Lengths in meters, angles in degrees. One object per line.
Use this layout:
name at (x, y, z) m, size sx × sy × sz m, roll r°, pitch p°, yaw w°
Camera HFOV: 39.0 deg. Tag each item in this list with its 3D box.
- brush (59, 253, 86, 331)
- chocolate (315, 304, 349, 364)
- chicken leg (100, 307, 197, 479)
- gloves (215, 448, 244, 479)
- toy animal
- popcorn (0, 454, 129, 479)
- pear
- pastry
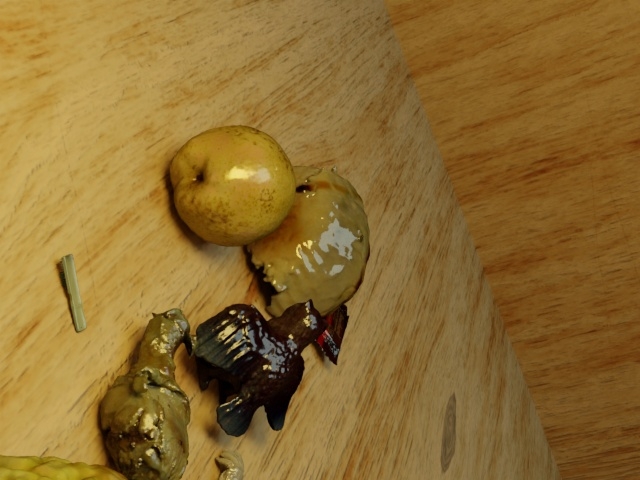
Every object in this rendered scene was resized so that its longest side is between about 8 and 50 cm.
brush at (-0.265, 0.056, 0.964) m, size 0.016 × 0.013 × 0.083 m, roll -22°, pitch 102°, yaw -64°
chocolate at (0.015, 0.141, 1.578) m, size 0.086 × 0.028 × 0.182 m, roll 55°, pitch 26°, yaw -23°
chicken leg at (-0.183, 0.163, 0.985) m, size 0.103 × 0.088 × 0.227 m, roll 33°, pitch 46°, yaw -40°
gloves at (-0.114, 0.297, 1.134) m, size 0.044 × 0.037 × 0.081 m, roll 103°, pitch -12°, yaw -46°
toy animal at (-0.063, 0.161, 1.164) m, size 0.218 × 0.179 × 0.116 m, roll 55°, pitch 2°, yaw -38°
popcorn at (-0.206, 0.262, 0.679) m, size 0.235 × 0.217 × 0.181 m, roll 44°, pitch 38°, yaw -32°
pear at (-0.124, -0.075, 1.232) m, size 0.178 × 0.178 × 0.178 m, roll 50°, pitch 31°, yaw -46°
pastry at (0.003, 0.009, 1.451) m, size 0.237 × 0.170 × 0.255 m, roll 45°, pitch 39°, yaw -46°
